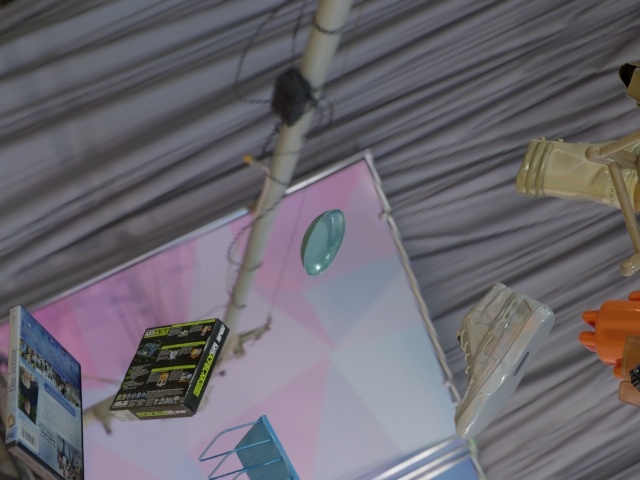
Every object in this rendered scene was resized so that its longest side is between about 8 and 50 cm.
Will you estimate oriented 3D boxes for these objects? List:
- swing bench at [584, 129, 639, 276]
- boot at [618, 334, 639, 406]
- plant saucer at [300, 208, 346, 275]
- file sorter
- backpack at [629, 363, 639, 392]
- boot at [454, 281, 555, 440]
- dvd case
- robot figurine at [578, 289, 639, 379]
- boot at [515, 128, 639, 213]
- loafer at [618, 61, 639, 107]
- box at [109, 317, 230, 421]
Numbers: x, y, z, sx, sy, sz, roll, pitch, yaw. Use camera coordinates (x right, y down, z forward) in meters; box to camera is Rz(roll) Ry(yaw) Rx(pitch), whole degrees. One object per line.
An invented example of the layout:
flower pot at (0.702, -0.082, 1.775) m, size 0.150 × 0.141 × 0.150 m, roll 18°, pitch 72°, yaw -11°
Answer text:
swing bench at (0.480, -0.078, 1.024) m, size 0.253 × 0.254 × 0.165 m, roll -28°, pitch -105°, yaw 63°
boot at (0.552, 0.167, 1.355) m, size 0.220 × 0.109 × 0.283 m, roll 22°, pitch -46°, yaw 29°
plant saucer at (0.000, 0.000, 1.544) m, size 0.021 × 0.119 × 0.119 m, roll 24°, pitch -27°, yaw 26°
file sorter at (-0.121, 0.415, 1.648) m, size 0.118 × 0.104 × 0.170 m, roll -53°, pitch -123°, yaw 38°
backpack at (0.490, 0.214, 1.174) m, size 0.158 × 0.117 × 0.173 m, roll 12°, pitch -48°, yaw 57°
boot at (0.272, 0.196, 1.576) m, size 0.123 × 0.258 × 0.095 m, roll 32°, pitch -8°, yaw 33°
dvd case at (-0.407, 0.241, 1.407) m, size 0.180 × 0.022 × 0.253 m, roll 62°, pitch 9°, yaw -46°
robot figurine at (0.596, 0.172, 1.754) m, size 0.219 × 0.158 × 0.128 m, roll 1°, pitch -60°, yaw 38°
boot at (0.426, -0.127, 1.451) m, size 0.203 × 0.262 × 0.095 m, roll 7°, pitch -57°, yaw 29°
loafer at (0.455, -0.209, 1.320) m, size 0.148 × 0.050 × 0.056 m, roll -100°, pitch -159°, yaw -63°
box at (-0.271, 0.232, 1.700) m, size 0.045 × 0.190 × 0.184 m, roll 51°, pitch 43°, yaw -33°
